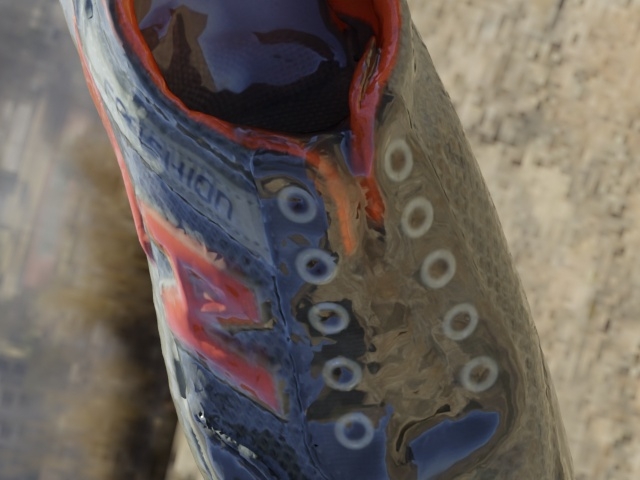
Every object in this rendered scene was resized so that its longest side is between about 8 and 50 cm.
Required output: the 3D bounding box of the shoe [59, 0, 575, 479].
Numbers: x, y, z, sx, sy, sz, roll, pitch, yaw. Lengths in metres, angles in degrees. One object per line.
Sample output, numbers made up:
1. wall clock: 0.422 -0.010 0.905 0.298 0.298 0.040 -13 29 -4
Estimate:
1. shoe: 0.001 0.002 0.372 0.077 0.074 0.194 -160 49 -83
